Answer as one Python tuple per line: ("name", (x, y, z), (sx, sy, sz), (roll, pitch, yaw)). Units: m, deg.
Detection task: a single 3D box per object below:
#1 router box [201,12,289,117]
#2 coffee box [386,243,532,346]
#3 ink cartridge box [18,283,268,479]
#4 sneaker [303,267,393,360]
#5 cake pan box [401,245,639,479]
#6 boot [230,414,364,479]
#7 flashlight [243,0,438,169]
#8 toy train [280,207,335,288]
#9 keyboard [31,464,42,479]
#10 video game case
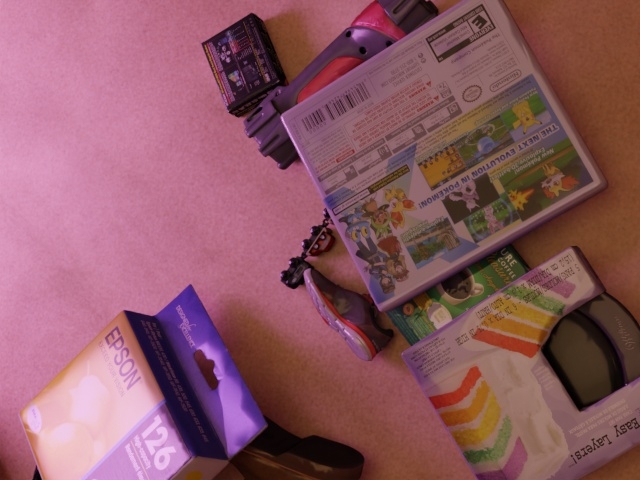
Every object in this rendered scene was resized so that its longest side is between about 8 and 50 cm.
("router box", (-0.108, -0.251, 1.848), (0.092, 0.038, 0.122), (-27, 70, 18))
("coffee box", (0.184, 0.074, 1.653), (0.184, 0.040, 0.113), (-42, 68, 13))
("ink cartridge box", (-0.247, 0.239, 1.712), (0.307, 0.072, 0.303), (-47, 43, 11))
("sneaker", (0.039, 0.090, 1.720), (0.065, 0.061, 0.158), (-35, 67, -14))
("cake pan box", (0.272, 0.171, 1.560), (0.267, 0.070, 0.245), (-32, 82, 15))
("boot", (-0.088, 0.298, 1.711), (0.305, 0.112, 0.115), (18, 109, 30))
("flashlight", (0.034, -0.221, 1.749), (0.103, 0.103, 0.304), (41, 106, -19))
("toy train", (0.000, 0.000, 1.759), (0.036, 0.027, 0.158), (37, 97, 22))
("keyboard", (-0.372, 0.333, 1.877), (0.100, 0.038, 0.192), (13, 85, 3))
("video game case", (0.150, -0.115, 1.641), (0.329, 0.036, 0.300), (-30, 76, 15))
